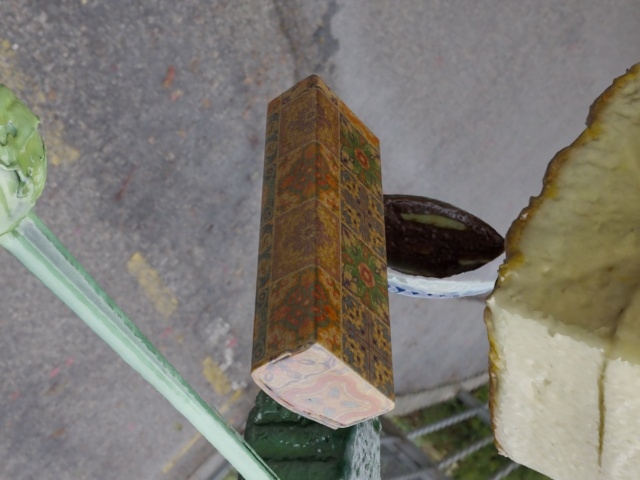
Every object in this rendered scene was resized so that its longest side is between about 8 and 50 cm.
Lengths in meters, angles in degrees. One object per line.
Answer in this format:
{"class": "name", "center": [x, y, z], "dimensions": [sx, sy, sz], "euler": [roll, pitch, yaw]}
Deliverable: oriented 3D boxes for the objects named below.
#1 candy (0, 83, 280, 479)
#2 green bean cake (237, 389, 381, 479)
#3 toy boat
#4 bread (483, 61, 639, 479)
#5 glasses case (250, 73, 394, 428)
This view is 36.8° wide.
{"class": "candy", "center": [-0.123, 0.044, 0.543], "dimensions": [0.092, 0.335, 0.093], "euler": [-27, -154, 24]}
{"class": "green bean cake", "center": [-0.003, 0.377, 1.329], "dimensions": [0.308, 0.169, 0.300], "euler": [62, 31, -50]}
{"class": "toy boat", "center": [0.105, 0.013, 1.119], "dimensions": [0.115, 0.262, 0.114], "euler": [123, -26, -67]}
{"class": "bread", "center": [0.280, 0.050, 0.778], "dimensions": [0.279, 0.207, 0.279], "euler": [-50, 147, -27]}
{"class": "glasses case", "center": [0.000, 0.000, 0.576], "dimensions": [0.049, 0.218, 0.075], "euler": [-27, 131, 26]}
